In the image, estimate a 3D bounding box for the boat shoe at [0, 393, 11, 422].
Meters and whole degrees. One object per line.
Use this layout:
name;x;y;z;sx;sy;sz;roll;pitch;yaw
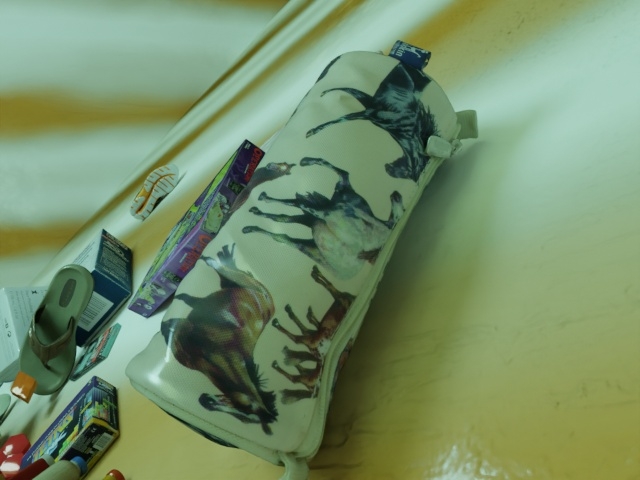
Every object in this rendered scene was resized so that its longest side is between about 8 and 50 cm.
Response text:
boat shoe;-0.799;0.440;1.173;0.043;0.049;0.137;102;-177;-49

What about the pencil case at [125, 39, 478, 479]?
pencil case;0.000;0.000;0.452;0.184;0.160;0.410;9;58;34

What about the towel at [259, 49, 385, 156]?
towel;-0.026;-0.140;0.807;0.332;0.053;0.317;-29;32;33

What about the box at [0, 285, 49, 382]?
box;-0.738;0.230;1.187;0.182;0.119;0.181;-34;72;26

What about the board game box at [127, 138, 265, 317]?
board game box;-0.227;-0.010;0.858;0.347;0.056;0.208;-36;24;45

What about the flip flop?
flip flop;-0.552;0.183;1.003;0.080;0.112;0.277;173;117;-82

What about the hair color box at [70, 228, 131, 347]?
hair color box;-0.573;0.105;1.221;0.174;0.105;0.347;-48;27;-2

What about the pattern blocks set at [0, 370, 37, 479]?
pattern blocks set;-0.683;0.337;0.899;0.286;0.026;0.325;-15;45;-20

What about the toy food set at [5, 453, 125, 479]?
toy food set;-0.345;0.336;0.585;0.232;0.111;0.104;-45;-7;28

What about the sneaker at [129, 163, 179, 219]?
sneaker;-0.545;-0.168;1.584;0.215;0.084;0.083;-46;22;4

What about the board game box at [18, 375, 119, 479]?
board game box;-0.376;0.307;0.718;0.170;0.048;0.141;-51;28;-6

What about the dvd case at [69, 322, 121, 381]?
dvd case;-0.461;0.228;0.992;0.119;0.013;0.087;-34;29;23
